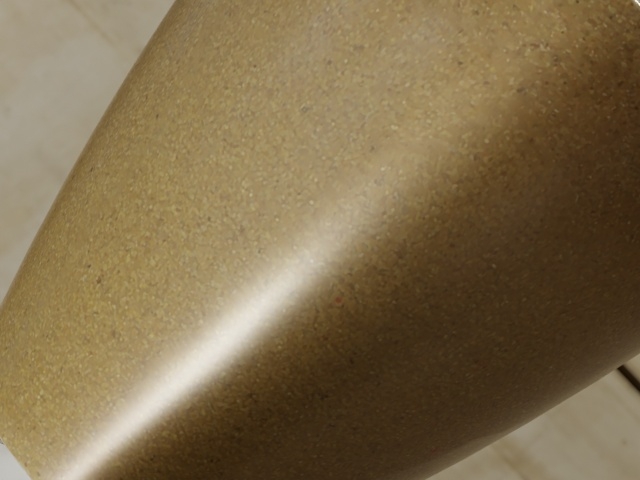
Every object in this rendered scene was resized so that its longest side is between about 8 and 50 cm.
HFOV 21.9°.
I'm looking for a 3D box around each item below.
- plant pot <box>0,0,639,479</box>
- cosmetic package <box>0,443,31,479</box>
[{"bbox_3d":[0.000,0.000,0.617,0.254,0.237,0.237,-43,177,3],"label":"plant pot"},{"bbox_3d":[-0.299,0.164,0.917,0.097,0.284,0.377,-65,-165,3],"label":"cosmetic package"}]
